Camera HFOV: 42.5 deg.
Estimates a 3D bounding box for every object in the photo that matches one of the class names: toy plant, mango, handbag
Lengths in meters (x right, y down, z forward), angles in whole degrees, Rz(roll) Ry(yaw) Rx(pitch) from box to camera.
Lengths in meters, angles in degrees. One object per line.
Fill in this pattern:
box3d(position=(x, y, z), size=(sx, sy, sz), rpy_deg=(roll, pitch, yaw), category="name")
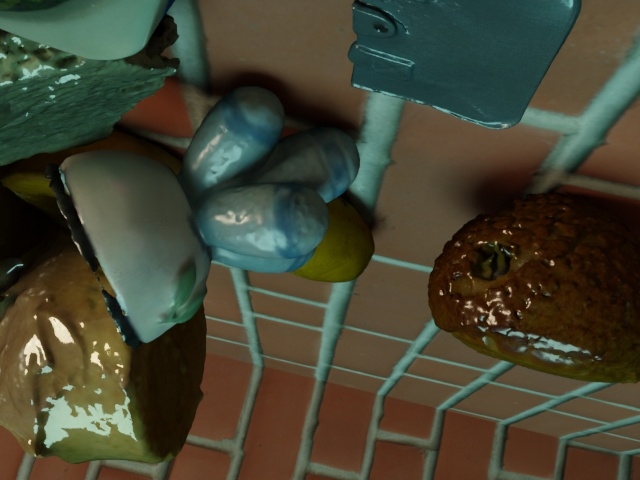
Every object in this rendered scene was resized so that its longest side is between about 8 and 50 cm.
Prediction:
box3d(position=(-0.110, -0.044, 0.940), size=(0.332, 0.247, 0.247), rpy_deg=(-23, 164, -9), category="toy plant")
box3d(position=(0.000, 0.000, 1.192), size=(0.147, 0.109, 0.227), rpy_deg=(-18, 152, 14), category="mango")
box3d(position=(0.102, -0.177, 0.658), size=(0.179, 0.062, 0.229), rpy_deg=(13, 162, 2), category="handbag")

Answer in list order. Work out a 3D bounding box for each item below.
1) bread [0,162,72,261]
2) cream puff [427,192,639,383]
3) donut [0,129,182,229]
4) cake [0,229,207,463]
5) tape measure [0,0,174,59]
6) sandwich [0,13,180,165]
box3d(position=(-0.521, -0.002, 1.325), size=(0.225, 0.279, 0.250), rpy_deg=(-16, 146, 16), category="bread")
box3d(position=(0.278, 0.054, 0.990), size=(0.303, 0.212, 0.303), rpy_deg=(14, 172, 2), category="cream puff")
box3d(position=(-0.302, -0.073, 1.195), size=(0.303, 0.110, 0.303), rpy_deg=(14, 164, 4), category="donut")
box3d(position=(-0.351, 0.153, 1.167), size=(0.321, 0.332, 0.332), rpy_deg=(2, 160, 8), category="cake")
box3d(position=(-0.160, -0.241, 0.430), size=(0.262, 0.138, 0.259), rpy_deg=(22, 139, -15), category="tape measure")
box3d(position=(-0.267, -0.150, 0.700), size=(0.262, 0.131, 0.325), rpy_deg=(-21, 180, -31), category="sandwich")
